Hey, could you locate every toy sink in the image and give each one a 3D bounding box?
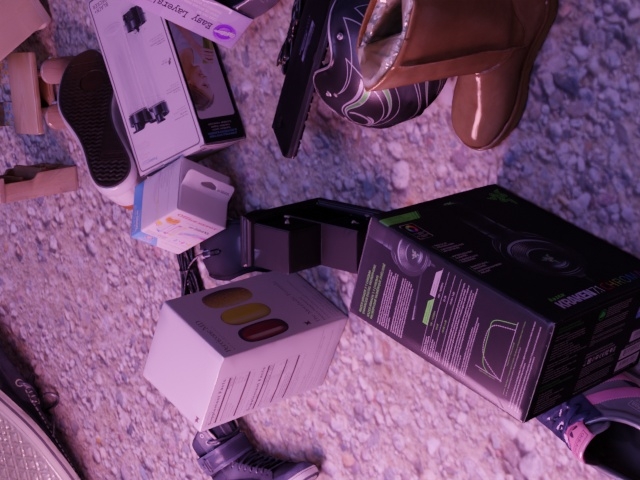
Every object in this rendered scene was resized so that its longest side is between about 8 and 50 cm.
[{"bbox_3d":[-0.563,-0.382,2.165,0.152,0.234,0.131,-7,125,41],"label":"toy sink"}]

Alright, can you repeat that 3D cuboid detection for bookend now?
[{"bbox_3d":[0.000,0.000,1.725,0.156,0.157,0.072,14,110,42],"label":"bookend"}]

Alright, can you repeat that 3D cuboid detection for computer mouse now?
[{"bbox_3d":[-0.145,0.051,1.945,0.262,0.060,0.184,-4,97,44],"label":"computer mouse"}]

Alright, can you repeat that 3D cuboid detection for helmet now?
[{"bbox_3d":[0.080,-0.233,1.585,0.169,0.169,0.161,58,149,16],"label":"helmet"}]

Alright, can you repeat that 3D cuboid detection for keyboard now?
[{"bbox_3d":[-0.012,-0.277,1.699,0.201,0.033,0.317,-110,33,-57],"label":"keyboard"}]

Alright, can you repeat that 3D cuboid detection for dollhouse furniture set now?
[{"bbox_3d":[-0.514,-0.195,2.163,0.212,0.161,0.242,7,105,43],"label":"dollhouse furniture set"}]

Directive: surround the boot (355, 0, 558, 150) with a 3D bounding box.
[{"bbox_3d":[0.138,-0.198,1.463,0.089,0.269,0.236,35,122,33],"label":"boot"}]

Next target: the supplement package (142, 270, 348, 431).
[{"bbox_3d":[-0.105,0.148,1.801,0.139,0.244,0.134,39,124,30],"label":"supplement package"}]

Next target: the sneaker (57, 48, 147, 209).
[{"bbox_3d":[-0.344,-0.171,2.054,0.105,0.123,0.290,-21,61,7],"label":"sneaker"}]

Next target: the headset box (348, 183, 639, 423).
[{"bbox_3d":[0.209,0.056,1.479,0.283,0.246,0.131,32,121,35],"label":"headset box"}]

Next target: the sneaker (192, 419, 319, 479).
[{"bbox_3d":[-0.108,0.332,1.962,0.226,0.086,0.163,-32,81,45],"label":"sneaker"}]

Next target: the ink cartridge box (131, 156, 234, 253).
[{"bbox_3d":[-0.205,-0.053,1.913,0.143,0.092,0.090,-26,53,44],"label":"ink cartridge box"}]

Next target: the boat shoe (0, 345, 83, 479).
[{"bbox_3d":[-0.576,0.325,2.369,0.500,0.156,0.187,47,124,10],"label":"boat shoe"}]

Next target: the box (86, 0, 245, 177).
[{"bbox_3d":[-0.236,-0.258,1.935,0.169,0.087,0.290,-22,84,44],"label":"box"}]

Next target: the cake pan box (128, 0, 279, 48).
[{"bbox_3d":[-0.166,-0.403,1.735,0.246,0.266,0.070,-43,34,41],"label":"cake pan box"}]

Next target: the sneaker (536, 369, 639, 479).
[{"bbox_3d":[0.310,0.200,1.497,0.319,0.131,0.112,25,117,37],"label":"sneaker"}]
